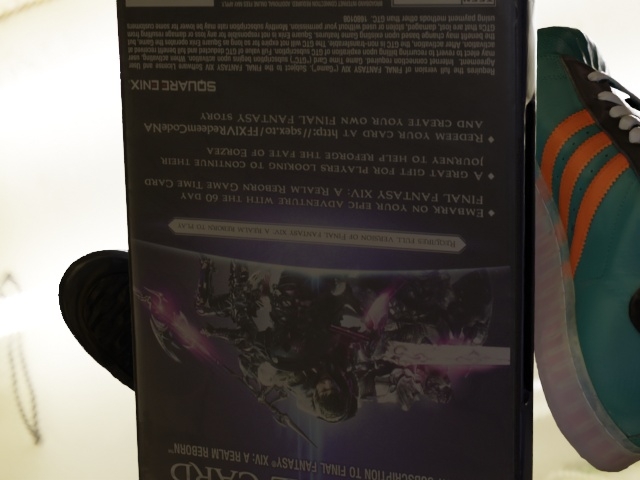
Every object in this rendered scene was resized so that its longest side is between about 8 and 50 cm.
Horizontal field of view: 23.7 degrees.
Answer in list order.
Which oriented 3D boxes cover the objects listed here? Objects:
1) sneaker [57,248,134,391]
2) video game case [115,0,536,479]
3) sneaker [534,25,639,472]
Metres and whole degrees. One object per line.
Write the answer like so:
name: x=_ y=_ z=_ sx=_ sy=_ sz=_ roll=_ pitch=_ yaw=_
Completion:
sneaker: x=-0.060 y=0.049 z=0.833 sx=0.069 sy=0.209 sz=0.082 roll=-59 pitch=-144 yaw=10
video game case: x=0.000 y=0.000 z=0.686 sx=0.196 sy=0.026 sz=0.274 roll=4 pitch=-77 yaw=25
sneaker: x=0.183 y=-0.020 z=0.883 sx=0.121 sy=0.108 sz=0.302 roll=-33 pitch=-134 yaw=33
